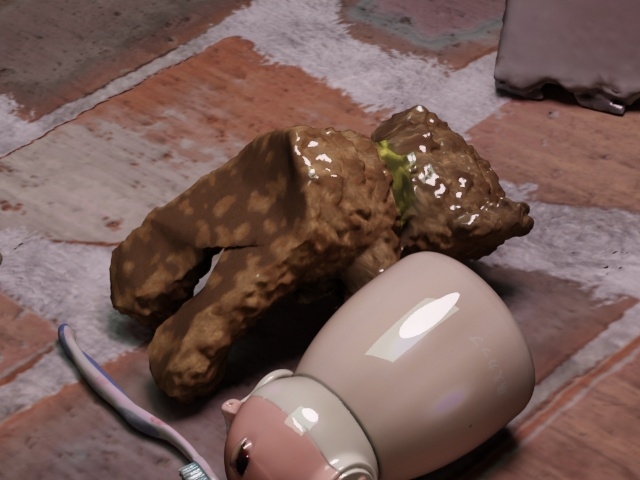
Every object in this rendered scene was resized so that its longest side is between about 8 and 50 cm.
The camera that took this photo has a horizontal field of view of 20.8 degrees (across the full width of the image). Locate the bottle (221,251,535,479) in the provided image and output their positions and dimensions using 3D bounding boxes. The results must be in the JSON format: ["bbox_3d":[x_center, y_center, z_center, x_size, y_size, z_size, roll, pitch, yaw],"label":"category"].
[{"bbox_3d":[0.030,0.125,1.279,0.236,0.147,0.147,-35,43,-25],"label":"bottle"}]

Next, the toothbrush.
[{"bbox_3d":[-0.149,0.134,1.393,0.027,0.021,0.269,-19,35,-28],"label":"toothbrush"}]

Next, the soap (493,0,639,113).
[{"bbox_3d":[0.403,-0.317,1.807,0.350,0.213,0.435,9,36,22],"label":"soap"}]

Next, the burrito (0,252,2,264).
[{"bbox_3d":[-0.378,0.101,1.411,0.175,0.107,0.347,9,37,-2],"label":"burrito"}]

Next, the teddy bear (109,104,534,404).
[{"bbox_3d":[-0.005,0.008,1.466,0.296,0.222,0.246,-49,42,14],"label":"teddy bear"}]
